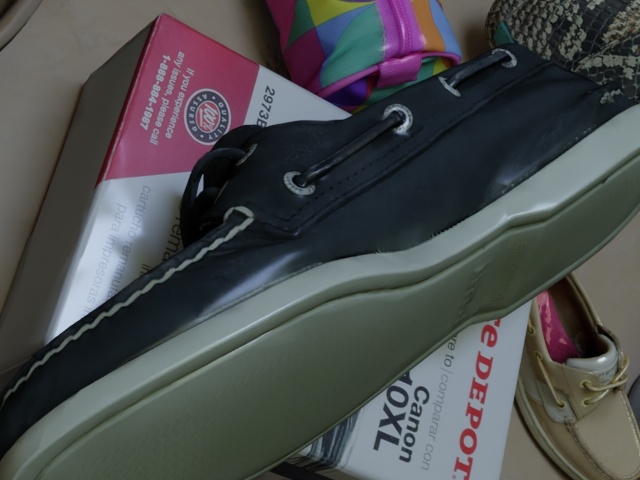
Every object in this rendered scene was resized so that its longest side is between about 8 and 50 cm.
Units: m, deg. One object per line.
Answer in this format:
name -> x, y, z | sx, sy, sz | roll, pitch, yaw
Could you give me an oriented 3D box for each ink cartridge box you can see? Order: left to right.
ink cartridge box -> -0.018, 0.027, 0.628 | 0.237, 0.100, 0.172 | 26, 64, -24

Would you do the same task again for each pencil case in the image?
pencil case -> 0.001, -0.186, 0.705 | 0.104, 0.104, 0.236 | -15, 85, -35

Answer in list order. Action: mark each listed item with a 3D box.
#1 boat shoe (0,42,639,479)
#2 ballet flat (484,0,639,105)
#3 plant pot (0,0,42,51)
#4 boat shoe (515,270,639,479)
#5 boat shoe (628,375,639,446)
boat shoe -> 0.001, -0.003, 0.525 | 0.340, 0.127, 0.113 | -29, 63, -26
ballet flat -> 0.305, -0.171, 0.874 | 0.483, 0.164, 0.182 | -18, 59, -33
plant pot -> -0.234, -0.150, 0.537 | 0.237, 0.110, 0.237 | 9, 71, -29
boat shoe -> 0.146, 0.072, 0.745 | 0.063, 0.059, 0.170 | -34, 96, -35
boat shoe -> 0.329, 0.042, 0.833 | 0.121, 0.119, 0.335 | 50, 57, -11
